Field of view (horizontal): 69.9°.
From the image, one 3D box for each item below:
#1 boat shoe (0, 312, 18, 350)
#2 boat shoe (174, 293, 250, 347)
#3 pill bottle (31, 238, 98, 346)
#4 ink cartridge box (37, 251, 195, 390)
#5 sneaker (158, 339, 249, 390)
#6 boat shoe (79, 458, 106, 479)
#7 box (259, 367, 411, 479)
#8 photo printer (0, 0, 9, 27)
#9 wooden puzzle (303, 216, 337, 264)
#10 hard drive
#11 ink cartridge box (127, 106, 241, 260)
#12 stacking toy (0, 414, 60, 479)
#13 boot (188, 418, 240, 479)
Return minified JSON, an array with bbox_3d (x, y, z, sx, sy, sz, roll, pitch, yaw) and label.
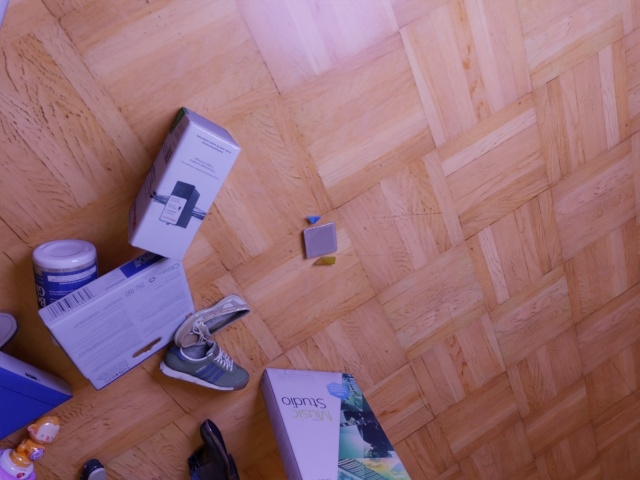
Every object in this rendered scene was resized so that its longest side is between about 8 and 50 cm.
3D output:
[{"bbox_3d":[-0.607,0.196,0.787,0.206,0.075,0.065,-35,163,-9],"label":"boat shoe"},{"bbox_3d":[-0.211,0.163,0.896,0.153,0.048,0.056,-29,134,-28],"label":"boat shoe"},{"bbox_3d":[-0.426,0.092,0.776,0.094,0.094,0.170,-2,113,-20],"label":"pill bottle"},{"bbox_3d":[-0.332,0.135,0.801,0.223,0.045,0.224,-34,147,-29],"label":"ink cartridge box"},{"bbox_3d":[-0.224,0.249,0.942,0.192,0.064,0.086,20,110,-24],"label":"sneaker"},{"bbox_3d":[-0.492,0.528,0.983,0.048,0.042,0.133,-3,117,-48],"label":"boat shoe"},{"bbox_3d":[0.019,0.397,0.956,0.232,0.322,0.059,11,112,-26],"label":"box"},{"bbox_3d":[-0.552,-0.267,0.556,0.256,0.107,0.308,21,105,-27],"label":"photo printer"},{"bbox_3d":[0.000,0.000,0.948,0.078,0.014,0.116,-9,116,-22],"label":"wooden puzzle"},{"bbox_3d":[-0.639,0.314,0.784,0.318,0.040,0.210,-30,144,-6],"label":"hard drive"},{"bbox_3d":[-0.225,-0.093,0.737,0.086,0.153,0.208,25,103,-30],"label":"ink cartridge box"},{"bbox_3d":[-0.608,0.459,0.859,0.302,0.165,0.175,-49,138,-14],"label":"stacking toy"},{"bbox_3d":[-0.260,0.501,1.036,0.106,0.082,0.219,-21,121,-14],"label":"boot"}]
